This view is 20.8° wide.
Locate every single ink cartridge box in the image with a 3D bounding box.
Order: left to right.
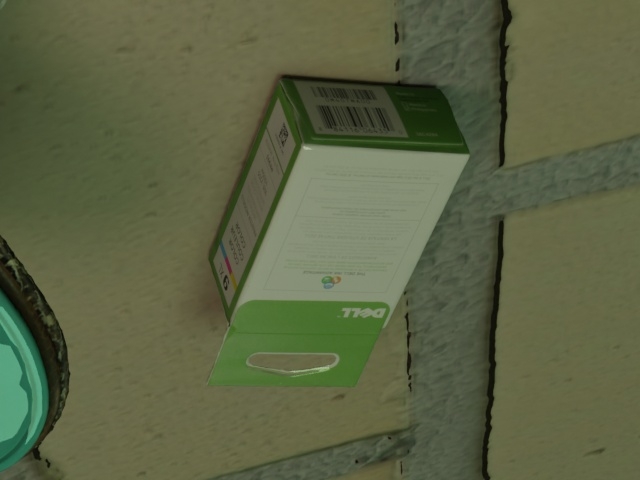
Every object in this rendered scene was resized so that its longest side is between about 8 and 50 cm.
[{"bbox_3d":[0.000,0.000,1.075,0.109,0.062,0.209,2,134,-24],"label":"ink cartridge box"}]

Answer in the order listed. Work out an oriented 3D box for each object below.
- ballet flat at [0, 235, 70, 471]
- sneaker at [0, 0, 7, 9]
[{"bbox_3d":[-0.335,-0.043,0.800,0.482,0.182,0.164,26,104,-26],"label":"ballet flat"},{"bbox_3d":[-0.149,-0.172,0.767,0.182,0.127,0.315,-35,161,-22],"label":"sneaker"}]
